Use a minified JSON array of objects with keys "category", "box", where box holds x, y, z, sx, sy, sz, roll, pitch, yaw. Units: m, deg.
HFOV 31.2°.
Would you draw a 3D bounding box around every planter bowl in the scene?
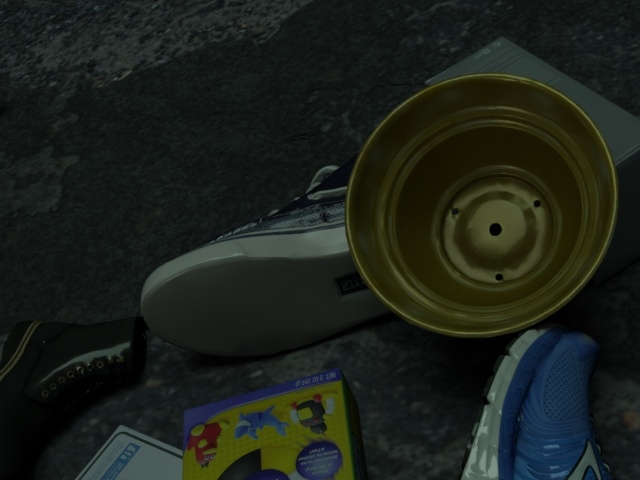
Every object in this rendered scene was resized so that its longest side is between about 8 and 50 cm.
[{"category":"planter bowl","box":[0.136,-0.019,0.931,0.217,0.090,0.217,-6,72,19]}]

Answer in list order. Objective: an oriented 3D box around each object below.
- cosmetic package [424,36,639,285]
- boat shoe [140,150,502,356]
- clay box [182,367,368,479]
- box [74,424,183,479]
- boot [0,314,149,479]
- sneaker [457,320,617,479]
[{"category":"cosmetic package","box":[0.211,-0.080,1.062,0.107,0.127,0.238,-31,39,-8]},{"category":"boat shoe","box":[0.000,0.000,1.087,0.341,0.127,0.158,-11,36,1]},{"category":"clay box","box":[-0.029,0.198,0.783,0.128,0.053,0.222,-17,39,8]},{"category":"box","box":[-0.081,0.262,0.847,0.290,0.087,0.169,15,53,36]},{"category":"boot","box":[-0.236,0.141,1.068,0.137,0.076,0.197,-8,43,10]},{"category":"sneaker","box":[0.165,0.195,0.803,0.147,0.129,0.330,15,46,10]}]
